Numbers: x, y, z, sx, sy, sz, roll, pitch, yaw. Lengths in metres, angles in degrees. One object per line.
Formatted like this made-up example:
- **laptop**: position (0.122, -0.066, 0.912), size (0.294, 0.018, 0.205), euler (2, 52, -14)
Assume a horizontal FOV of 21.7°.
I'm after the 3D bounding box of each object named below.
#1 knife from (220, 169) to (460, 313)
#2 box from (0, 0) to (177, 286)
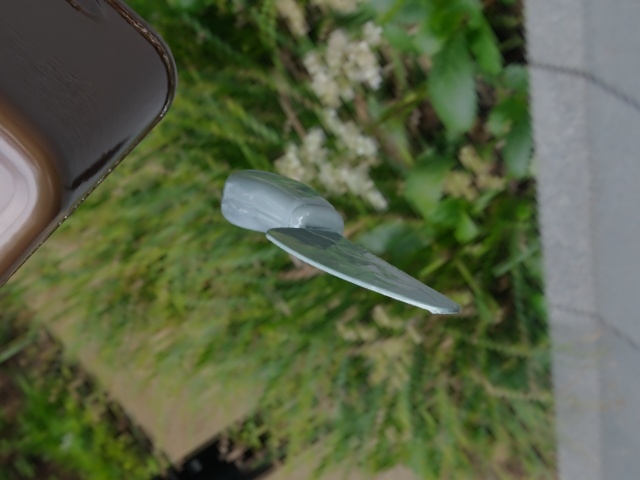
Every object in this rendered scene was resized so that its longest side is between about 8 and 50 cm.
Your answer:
- **knife**: position (-0.002, 0.000, 1.148), size (0.331, 0.080, 0.044), euler (-145, 67, -67)
- **box**: position (-0.299, -0.047, 1.118), size (0.239, 0.339, 0.229), euler (43, -157, -9)
